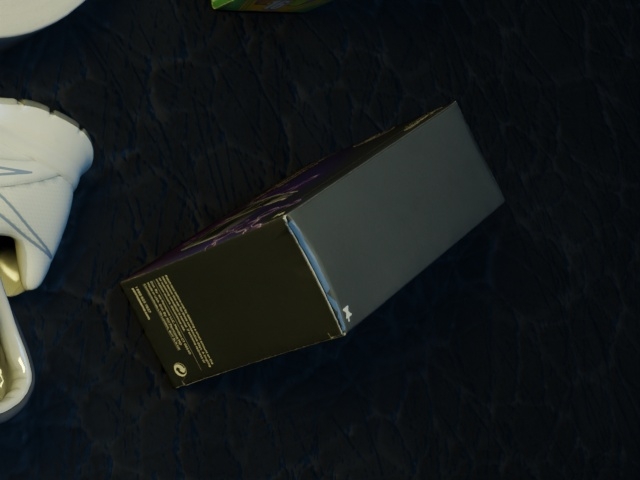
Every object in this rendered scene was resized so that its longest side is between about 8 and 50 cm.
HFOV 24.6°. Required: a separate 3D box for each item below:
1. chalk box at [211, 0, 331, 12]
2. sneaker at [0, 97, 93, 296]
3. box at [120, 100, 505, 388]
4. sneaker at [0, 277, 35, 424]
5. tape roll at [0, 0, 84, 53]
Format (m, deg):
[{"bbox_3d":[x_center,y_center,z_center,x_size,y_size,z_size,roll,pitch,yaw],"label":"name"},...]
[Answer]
[{"bbox_3d":[0.007,-0.291,1.257,0.132,0.213,0.132,-9,82,-50],"label":"chalk box"},{"bbox_3d":[-0.270,-0.051,0.934,0.297,0.111,0.129,22,66,-42],"label":"sneaker"},{"bbox_3d":[0.000,0.000,1.161,0.261,0.184,0.103,-36,104,-50],"label":"box"},{"bbox_3d":[-0.291,0.036,0.833,0.282,0.153,0.099,38,49,-34],"label":"sneaker"},{"bbox_3d":[-0.298,-0.313,1.024,0.392,0.072,0.392,22,59,-44],"label":"tape roll"}]
